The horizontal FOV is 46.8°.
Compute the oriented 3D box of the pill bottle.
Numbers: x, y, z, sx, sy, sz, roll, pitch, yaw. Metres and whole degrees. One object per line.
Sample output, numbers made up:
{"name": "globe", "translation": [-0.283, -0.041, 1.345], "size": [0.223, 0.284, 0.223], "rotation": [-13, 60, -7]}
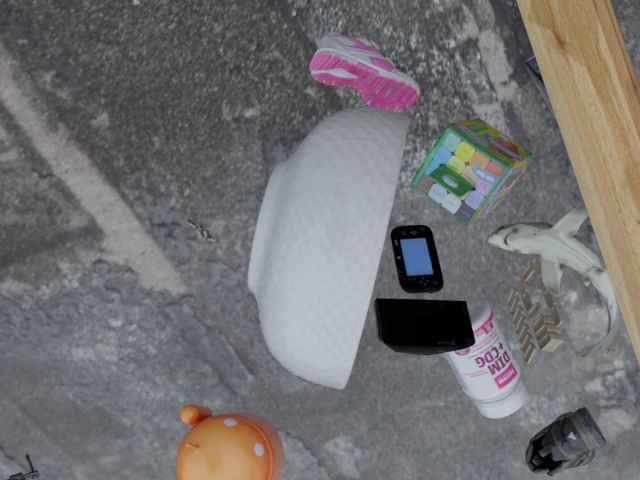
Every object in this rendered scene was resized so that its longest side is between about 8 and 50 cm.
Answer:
{"name": "pill bottle", "translation": [0.417, 0.308, 1.913], "size": [0.160, 0.160, 0.283], "rotation": [-23, 107, 21]}

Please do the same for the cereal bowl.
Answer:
{"name": "cereal bowl", "translation": [0.000, 0.000, 0.884], "size": [0.141, 0.339, 0.339], "rotation": [13, 126, 2]}

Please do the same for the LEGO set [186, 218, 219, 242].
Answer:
{"name": "LEGO set", "translation": [-0.229, -0.013, 1.423], "size": [0.083, 0.054, 0.023], "rotation": [36, 93, -34]}

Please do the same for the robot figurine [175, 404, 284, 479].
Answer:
{"name": "robot figurine", "translation": [-0.117, 0.297, 0.996], "size": [0.128, 0.158, 0.219], "rotation": [-6, 168, 6]}

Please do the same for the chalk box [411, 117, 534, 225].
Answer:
{"name": "chalk box", "translation": [0.355, -0.166, 1.769], "size": [0.180, 0.289, 0.179], "rotation": [39, 118, 16]}

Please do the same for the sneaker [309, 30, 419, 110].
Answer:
{"name": "sneaker", "translation": [0.099, -0.354, 1.505], "size": [0.252, 0.111, 0.103], "rotation": [22, 145, -27]}

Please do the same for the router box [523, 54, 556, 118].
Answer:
{"name": "router box", "translation": [0.494, -0.288, 1.520], "size": [0.046, 0.133, 0.179], "rotation": [-34, 130, 14]}

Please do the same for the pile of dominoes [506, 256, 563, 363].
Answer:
{"name": "pile of dominoes", "translation": [0.613, 0.201, 2.093], "size": [0.040, 0.251, 0.196], "rotation": [9, 136, -17]}

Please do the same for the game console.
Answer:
{"name": "game console", "translation": [0.221, 0.105, 1.713], "size": [0.213, 0.361, 0.044], "rotation": [2, 140, -10]}

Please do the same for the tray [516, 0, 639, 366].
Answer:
{"name": "tray", "translation": [0.277, -0.105, 0.703], "size": [0.076, 0.203, 0.411], "rotation": [-20, 86, 25]}

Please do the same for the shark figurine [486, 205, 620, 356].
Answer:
{"name": "shark figurine", "translation": [0.428, 0.048, 1.204], "size": [0.166, 0.116, 0.278], "rotation": [-43, 83, 24]}

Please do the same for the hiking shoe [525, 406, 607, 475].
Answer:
{"name": "hiking shoe", "translation": [0.374, 0.326, 1.178], "size": [0.114, 0.086, 0.227], "rotation": [-23, 152, -1]}

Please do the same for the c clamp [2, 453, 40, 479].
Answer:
{"name": "c clamp", "translation": [-0.425, 0.322, 0.919], "size": [0.161, 0.137, 0.022], "rotation": [-11, 102, -35]}
